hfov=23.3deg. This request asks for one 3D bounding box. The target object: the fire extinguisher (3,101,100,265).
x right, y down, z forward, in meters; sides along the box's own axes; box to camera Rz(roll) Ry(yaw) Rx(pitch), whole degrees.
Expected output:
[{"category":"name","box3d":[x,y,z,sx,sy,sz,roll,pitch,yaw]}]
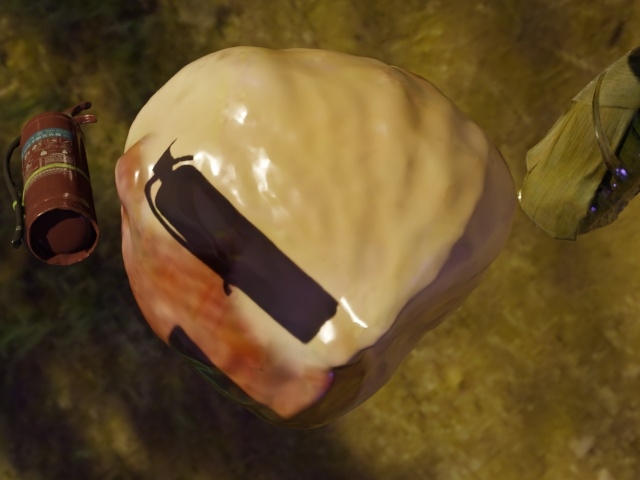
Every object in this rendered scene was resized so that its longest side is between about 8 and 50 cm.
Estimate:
[{"category":"fire extinguisher","box3d":[-0.144,-0.035,0.839,0.132,0.056,0.039,-111,4,-55]}]

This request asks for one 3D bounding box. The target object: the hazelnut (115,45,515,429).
[{"category":"hazelnut","box3d":[0.000,0.000,0.996,0.241,0.261,0.261,-108,-3,-70]}]

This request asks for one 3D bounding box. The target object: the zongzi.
[{"category":"zongzi","box3d":[0.301,-0.105,1.661,0.125,0.274,0.251,43,104,11]}]
